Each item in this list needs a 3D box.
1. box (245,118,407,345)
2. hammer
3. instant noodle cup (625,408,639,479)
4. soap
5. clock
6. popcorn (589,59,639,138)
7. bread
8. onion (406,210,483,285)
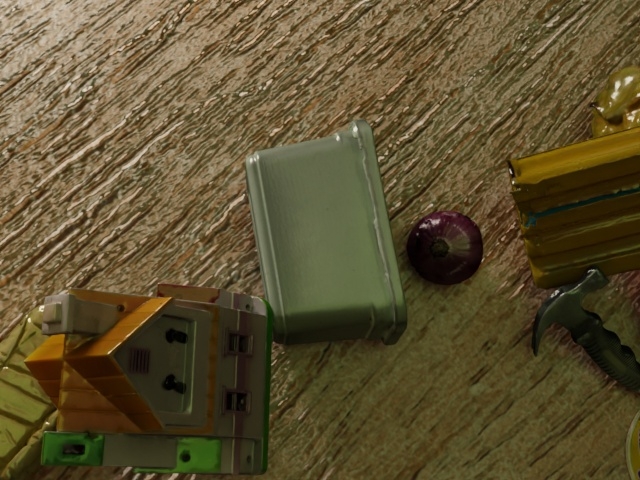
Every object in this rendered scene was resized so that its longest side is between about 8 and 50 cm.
[{"bbox_3d":[0.000,0.000,1.304,0.183,0.175,0.311,-8,74,-7],"label":"box"},{"bbox_3d":[0.426,0.156,1.381,0.226,0.041,0.159,40,108,-14],"label":"hammer"},{"bbox_3d":[0.579,0.307,1.321,0.213,0.174,0.213,4,70,-11],"label":"instant noodle cup"},{"bbox_3d":[0.448,-0.058,1.354,0.325,0.204,0.096,-14,29,9],"label":"soap"},{"bbox_3d":[-0.215,0.163,1.116,0.310,0.166,0.235,19,68,-51],"label":"clock"},{"bbox_3d":[0.532,-0.205,1.461,0.192,0.233,0.265,9,96,-4],"label":"popcorn"},{"bbox_3d":[-0.376,0.203,1.175,0.140,0.106,0.236,33,67,1],"label":"bread"},{"bbox_3d":[0.189,0.010,1.382,0.115,0.115,0.104,53,25,8],"label":"onion"}]
